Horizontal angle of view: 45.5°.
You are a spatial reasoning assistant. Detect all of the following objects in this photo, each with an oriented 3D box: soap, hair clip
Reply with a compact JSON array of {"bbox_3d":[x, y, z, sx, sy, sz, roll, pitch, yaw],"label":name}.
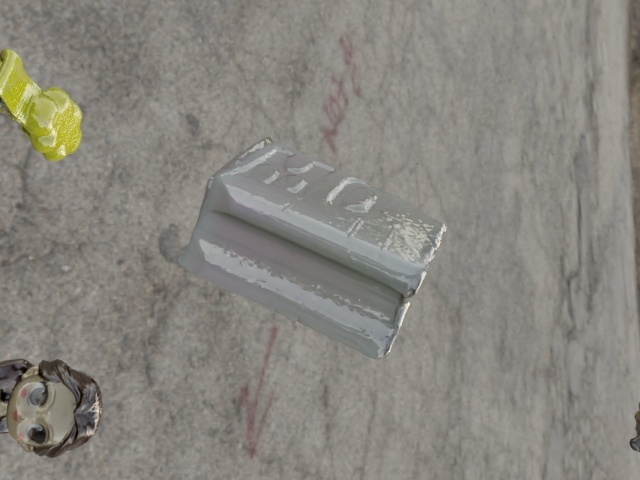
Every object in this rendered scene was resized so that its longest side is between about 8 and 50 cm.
[{"bbox_3d":[0.000,0.000,1.472,0.350,0.435,0.213,-42,155,-63],"label":"soap"},{"bbox_3d":[-0.284,-0.134,0.761,0.173,0.046,0.072,65,43,-69],"label":"hair clip"}]

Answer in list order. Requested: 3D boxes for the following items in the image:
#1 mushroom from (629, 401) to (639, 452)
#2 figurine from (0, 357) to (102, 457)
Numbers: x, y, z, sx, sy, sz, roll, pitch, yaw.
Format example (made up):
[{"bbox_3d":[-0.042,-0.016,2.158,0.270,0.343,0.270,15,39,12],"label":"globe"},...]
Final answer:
[{"bbox_3d":[0.636,0.217,1.086,0.314,0.224,0.397,50,49,-12],"label":"mushroom"},{"bbox_3d":[-0.419,0.196,0.899,0.168,0.315,0.187,112,-23,-60],"label":"figurine"}]
